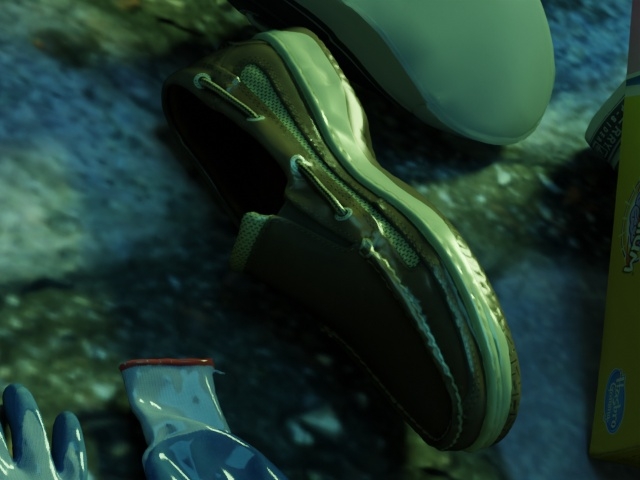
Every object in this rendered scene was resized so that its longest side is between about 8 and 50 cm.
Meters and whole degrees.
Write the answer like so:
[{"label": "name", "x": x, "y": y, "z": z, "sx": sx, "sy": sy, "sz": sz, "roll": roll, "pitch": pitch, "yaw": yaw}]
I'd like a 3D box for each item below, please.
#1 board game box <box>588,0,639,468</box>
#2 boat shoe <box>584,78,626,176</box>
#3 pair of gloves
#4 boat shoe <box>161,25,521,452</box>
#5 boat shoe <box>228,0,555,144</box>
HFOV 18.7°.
[{"label": "board game box", "x": 0.277, "y": -0.014, "z": 1.062, "sx": 0.242, "sy": 0.064, "sz": 0.316, "roll": 15, "pitch": 71, "yaw": -22}, {"label": "boat shoe", "x": 0.333, "y": -0.087, "z": 1.216, "sx": 0.367, "sy": 0.136, "sz": 0.156, "roll": -26, "pitch": 68, "yaw": -42}, {"label": "pair of gloves", "x": -0.085, "y": 0.119, "z": 0.825, "sx": 0.198, "sy": 0.023, "sz": 0.159, "roll": -1, "pitch": 54, "yaw": -33}, {"label": "boat shoe", "x": -0.002, "y": 0.005, "z": 0.948, "sx": 0.095, "sy": 0.095, "sz": 0.257, "roll": -13, "pitch": 52, "yaw": -28}, {"label": "boat shoe", "x": 0.006, "y": -0.143, "z": 1.067, "sx": 0.306, "sy": 0.105, "sz": 0.113, "roll": 24, "pitch": 79, "yaw": -40}]
